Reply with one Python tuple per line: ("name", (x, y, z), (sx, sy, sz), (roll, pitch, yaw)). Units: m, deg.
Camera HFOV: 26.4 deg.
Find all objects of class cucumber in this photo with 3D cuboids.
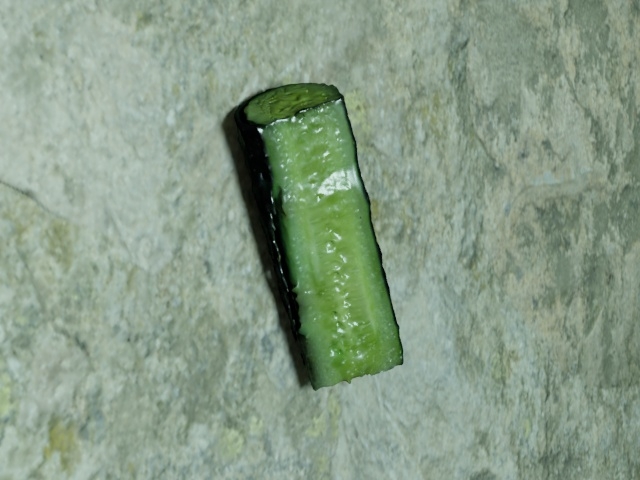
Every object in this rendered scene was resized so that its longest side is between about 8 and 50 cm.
("cucumber", (-0.003, 0.000, 0.947), (0.078, 0.062, 0.211), (-20, 115, -16))
